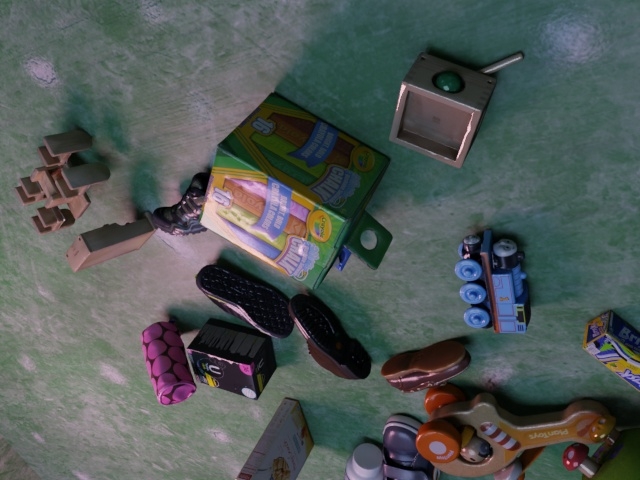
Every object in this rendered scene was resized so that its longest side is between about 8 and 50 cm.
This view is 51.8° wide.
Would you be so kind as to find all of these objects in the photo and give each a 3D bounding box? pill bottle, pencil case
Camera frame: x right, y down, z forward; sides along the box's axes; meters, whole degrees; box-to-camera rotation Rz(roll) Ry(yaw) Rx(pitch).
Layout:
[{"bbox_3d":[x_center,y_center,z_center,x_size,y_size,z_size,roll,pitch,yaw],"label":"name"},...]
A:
[{"bbox_3d":[0.104,0.555,1.559,0.094,0.094,0.169,19,133,15],"label":"pill bottle"},{"bbox_3d":[-0.343,0.278,1.503,0.098,0.209,0.095,24,115,-38],"label":"pencil case"}]

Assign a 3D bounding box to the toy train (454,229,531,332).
[{"bbox_3d":[0.280,0.068,1.061,0.105,0.080,0.184,-4,123,21],"label":"toy train"}]

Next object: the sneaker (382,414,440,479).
[{"bbox_3d":[0.200,0.537,1.468,0.126,0.127,0.321,3,126,30],"label":"sneaker"}]

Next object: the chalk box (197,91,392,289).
[{"bbox_3d":[-0.016,-0.063,1.045,0.289,0.180,0.179,29,136,4],"label":"chalk box"}]

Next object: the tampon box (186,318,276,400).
[{"bbox_3d":[-0.197,0.266,1.480,0.161,0.101,0.120,11,132,22],"label":"tampon box"}]

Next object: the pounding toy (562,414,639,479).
[{"bbox_3d":[0.487,0.338,1.082,0.110,0.183,0.237,41,121,13],"label":"pounding toy"}]

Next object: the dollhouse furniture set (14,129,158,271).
[{"bbox_3d":[-0.476,-0.082,1.355,0.212,0.161,0.242,-36,82,44],"label":"dollhouse furniture set"}]

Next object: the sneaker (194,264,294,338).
[{"bbox_3d":[-0.156,0.124,1.374,0.235,0.084,0.097,34,160,2],"label":"sneaker"}]

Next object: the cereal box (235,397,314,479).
[{"bbox_3d":[-0.100,0.517,1.539,0.047,0.240,0.173,5,129,27],"label":"cereal box"}]

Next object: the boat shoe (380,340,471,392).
[{"bbox_3d":[0.210,0.246,1.255,0.073,0.073,0.207,47,141,-15],"label":"boat shoe"}]

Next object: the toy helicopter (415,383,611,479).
[{"bbox_3d":[0.368,0.380,1.239,0.355,0.140,0.235,-18,110,25],"label":"toy helicopter"}]

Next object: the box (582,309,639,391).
[{"bbox_3d":[0.501,0.189,1.044,0.169,0.059,0.054,38,135,-3],"label":"box"}]

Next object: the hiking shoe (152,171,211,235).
[{"bbox_3d":[-0.224,-0.075,1.237,0.227,0.086,0.114,-2,112,25],"label":"hiking shoe"}]

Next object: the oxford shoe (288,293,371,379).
[{"bbox_3d":[-0.002,0.204,1.332,0.096,0.083,0.227,-20,114,44],"label":"oxford shoe"}]

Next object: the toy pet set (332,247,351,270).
[{"bbox_3d":[0.000,0.000,1.190,0.114,0.065,0.122,39,147,50],"label":"toy pet set"}]

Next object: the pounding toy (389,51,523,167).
[{"bbox_3d":[0.181,-0.192,0.894,0.130,0.100,0.141,24,145,11],"label":"pounding toy"}]
